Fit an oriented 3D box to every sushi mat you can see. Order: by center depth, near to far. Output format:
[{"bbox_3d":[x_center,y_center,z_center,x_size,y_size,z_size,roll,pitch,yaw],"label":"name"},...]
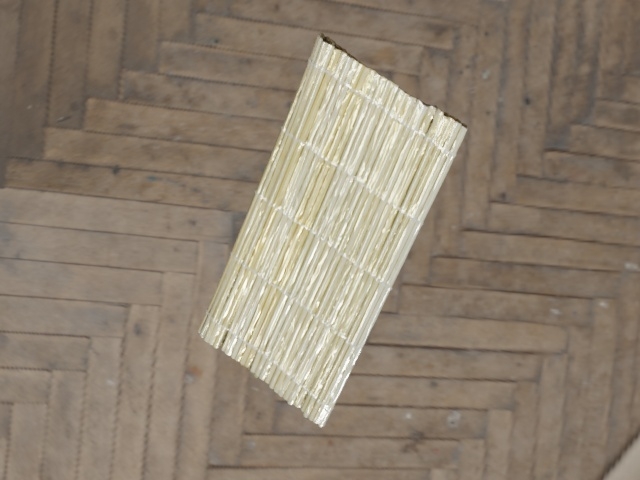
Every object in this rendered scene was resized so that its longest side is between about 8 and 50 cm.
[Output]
[{"bbox_3d":[0.000,0.000,0.991,0.019,0.151,0.316,-28,146,-57],"label":"sushi mat"}]
